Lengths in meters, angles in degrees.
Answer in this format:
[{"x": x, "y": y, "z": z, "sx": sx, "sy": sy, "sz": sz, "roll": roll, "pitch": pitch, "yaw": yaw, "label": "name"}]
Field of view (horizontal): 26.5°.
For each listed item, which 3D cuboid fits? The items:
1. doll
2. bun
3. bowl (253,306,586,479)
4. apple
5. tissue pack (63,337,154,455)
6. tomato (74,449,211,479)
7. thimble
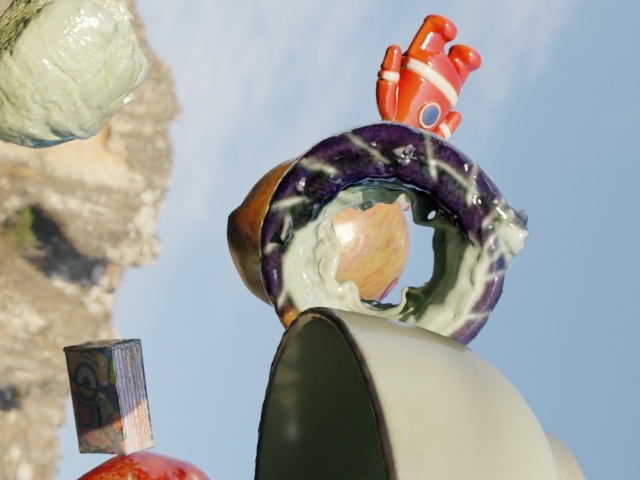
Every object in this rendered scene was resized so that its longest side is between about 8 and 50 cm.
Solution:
[{"x": 0.114, "y": -0.149, "z": 1.902, "sx": 0.105, "sy": 0.200, "sz": 0.336, "roll": 20, "pitch": -105, "yaw": 43, "label": "doll"}, {"x": -0.236, "y": -0.168, "z": 1.260, "sx": 0.204, "sy": 0.126, "sz": 0.212, "roll": -19, "pitch": -141, "yaw": 44, "label": "bun"}, {"x": 0.080, "y": 0.225, "z": 0.986, "sx": 0.354, "sy": 0.185, "sz": 0.354, "roll": -179, "pitch": -90, "yaw": -73, "label": "bowl"}, {"x": 0.000, "y": 0.000, "z": 1.642, "sx": 0.188, "sy": 0.211, "sz": 0.211, "roll": -44, "pitch": -173, "yaw": -29, "label": "apple"}, {"x": -0.279, "y": 0.205, "z": 1.785, "sx": 0.109, "sy": 0.060, "sz": 0.148, "roll": -5, "pitch": -87, "yaw": 46, "label": "tissue pack"}, {"x": -0.276, "y": 0.490, "z": 2.056, "sx": 0.325, "sy": 0.293, "sz": 0.290, "roll": -43, "pitch": 167, "yaw": -31, "label": "tomato"}, {"x": 0.066, "y": 0.003, "z": 1.206, "sx": 0.150, "sy": 0.237, "sz": 0.237, "roll": -59, "pitch": 169, "yaw": -80, "label": "thimble"}]
